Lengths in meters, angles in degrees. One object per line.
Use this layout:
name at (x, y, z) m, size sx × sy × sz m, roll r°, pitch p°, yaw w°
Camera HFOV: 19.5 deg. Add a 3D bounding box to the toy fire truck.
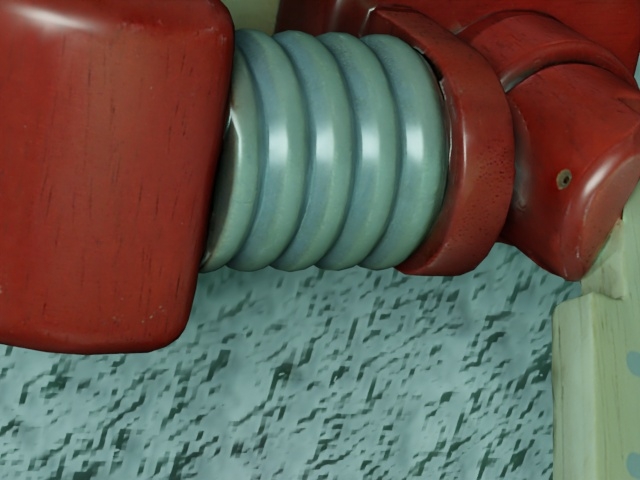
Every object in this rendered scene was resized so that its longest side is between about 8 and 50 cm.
toy fire truck at (0.000, 0.000, 0.437) m, size 0.217 × 0.246 × 0.158 m, roll 0°, pitch 113°, yaw -28°
